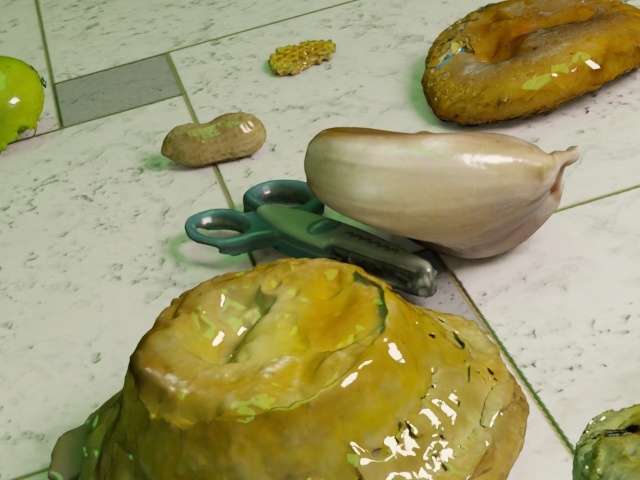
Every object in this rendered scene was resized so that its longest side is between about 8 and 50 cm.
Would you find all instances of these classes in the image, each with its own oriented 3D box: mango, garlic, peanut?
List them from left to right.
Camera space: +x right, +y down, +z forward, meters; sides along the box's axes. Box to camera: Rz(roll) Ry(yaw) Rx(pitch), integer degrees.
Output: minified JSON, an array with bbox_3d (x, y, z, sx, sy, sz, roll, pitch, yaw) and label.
[{"bbox_3d":[-0.403,-0.154,1.602,0.178,0.100,0.119,-17,31,8],"label":"mango"},{"bbox_3d":[-0.112,-0.105,1.449,0.113,0.054,0.054,-10,29,5],"label":"peanut"},{"bbox_3d":[0.098,-0.042,1.168,0.217,0.110,0.228,3,3,-45],"label":"garlic"}]

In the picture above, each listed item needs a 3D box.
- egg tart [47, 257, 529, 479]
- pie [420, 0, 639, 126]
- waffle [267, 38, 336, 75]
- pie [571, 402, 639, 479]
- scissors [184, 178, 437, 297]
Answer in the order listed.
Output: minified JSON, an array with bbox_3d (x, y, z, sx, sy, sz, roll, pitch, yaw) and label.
[{"bbox_3d":[-0.026,0.111,0.962,0.341,0.129,0.341,-10,31,6],"label":"egg tart"},{"bbox_3d":[0.226,-0.198,1.459,0.273,0.069,0.273,-12,25,5],"label":"pie"},{"bbox_3d":[-0.022,-0.219,1.644,0.085,0.016,0.078,-16,30,-7],"label":"waffle"},{"bbox_3d":[0.255,0.132,0.659,0.277,0.079,0.277,10,23,-4],"label":"pie"},{"bbox_3d":[0.000,0.000,1.226,0.138,0.041,0.289,-24,29,-33],"label":"scissors"}]
